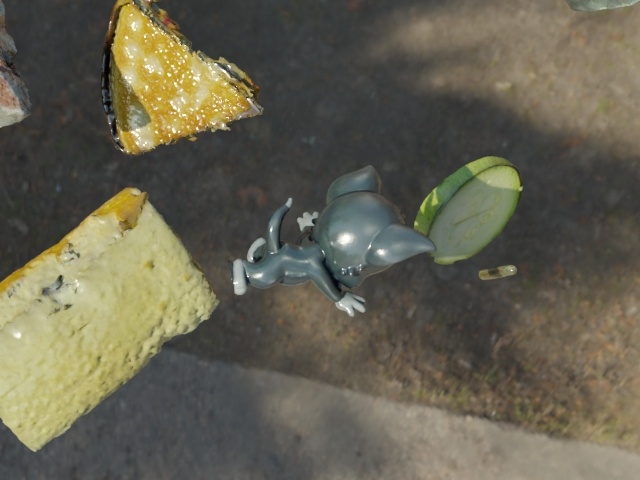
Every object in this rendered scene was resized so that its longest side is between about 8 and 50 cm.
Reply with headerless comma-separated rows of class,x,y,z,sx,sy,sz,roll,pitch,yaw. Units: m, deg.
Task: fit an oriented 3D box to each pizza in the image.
pizza,-0.228,-0.269,1.799,0.287,0.251,0.074,-10,15,27

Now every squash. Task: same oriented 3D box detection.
squash,0.262,-0.053,2.056,0.219,0.219,0.041,-22,51,-27

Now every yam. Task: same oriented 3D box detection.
yam,0.317,0.057,2.088,0.021,0.116,0.021,3,83,-21

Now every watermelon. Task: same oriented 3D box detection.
watermelon,-0.476,-0.258,1.602,0.094,0.154,0.241,-32,76,10

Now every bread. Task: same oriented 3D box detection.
bread,-0.359,0.109,1.764,0.375,0.165,0.237,-38,114,-12

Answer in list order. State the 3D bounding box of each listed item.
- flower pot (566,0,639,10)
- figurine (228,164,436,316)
flower pot,0.293,-0.350,1.171,0.103,0.108,0.229,-5,57,38
figurine,-0.003,-0.003,1.612,0.265,0.140,0.193,-2,39,-21
